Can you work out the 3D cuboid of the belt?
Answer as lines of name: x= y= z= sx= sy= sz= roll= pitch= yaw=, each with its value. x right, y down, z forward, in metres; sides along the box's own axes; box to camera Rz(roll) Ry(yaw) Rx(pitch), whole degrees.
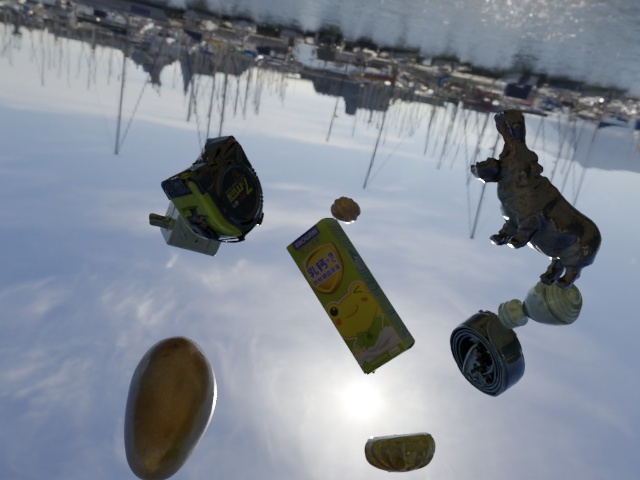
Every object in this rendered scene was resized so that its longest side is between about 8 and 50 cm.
belt: x=0.458 y=0.309 z=1.488 sx=0.116 sy=0.268 sz=0.206 roll=-28 pitch=-138 yaw=-22

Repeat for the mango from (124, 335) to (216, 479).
mango: x=-0.351 y=0.387 z=1.250 sx=0.199 sy=0.221 sz=0.384 roll=44 pitch=-163 yaw=-27

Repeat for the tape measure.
tape measure: x=-0.199 y=-0.085 z=1.039 sx=0.112 sy=0.186 sz=0.199 roll=-7 pitch=-147 yaw=36

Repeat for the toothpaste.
toothpaste: x=0.062 y=0.113 z=1.123 sx=0.328 sy=0.110 sz=0.077 roll=58 pitch=-156 yaw=12

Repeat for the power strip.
power strip: x=-0.420 y=-0.058 z=1.676 sx=0.224 sy=0.140 sz=0.139 roll=18 pitch=-164 yaw=-33

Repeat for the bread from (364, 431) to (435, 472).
bread: x=0.173 y=0.457 z=1.164 sx=0.157 sy=0.094 sz=0.083 roll=-6 pitch=-119 yaw=3

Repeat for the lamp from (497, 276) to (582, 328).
lamp: x=0.469 y=0.142 z=1.150 sx=0.106 sy=0.106 sz=0.193 roll=2 pitch=158 yaw=-28

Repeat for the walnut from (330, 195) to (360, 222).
walnut: x=0.077 y=-0.093 z=1.641 sx=0.096 sy=0.079 sz=0.083 roll=25 pitch=-146 yaw=-38

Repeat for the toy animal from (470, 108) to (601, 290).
toy animal: x=0.384 y=-0.064 z=0.984 sx=0.343 sy=0.168 sz=0.106 roll=52 pitch=175 yaw=-13
